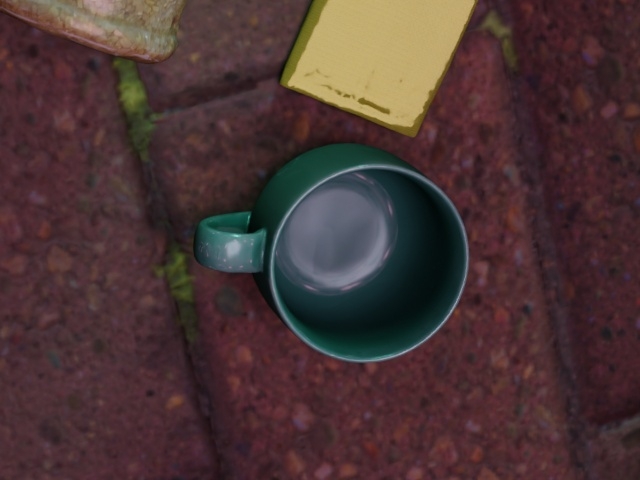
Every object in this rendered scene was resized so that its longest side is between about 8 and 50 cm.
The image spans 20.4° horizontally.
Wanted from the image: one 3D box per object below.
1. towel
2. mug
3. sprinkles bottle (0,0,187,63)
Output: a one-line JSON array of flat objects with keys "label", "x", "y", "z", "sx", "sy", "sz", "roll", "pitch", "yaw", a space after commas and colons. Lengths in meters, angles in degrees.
[{"label": "towel", "x": 0.063, "y": -0.191, "z": 1.139, "sx": 0.102, "sy": 0.021, "sz": 0.237, "roll": 21, "pitch": 99, "yaw": -15}, {"label": "mug", "x": 0.009, "y": -0.004, "z": 1.131, "sx": 0.158, "sy": 0.097, "sz": 0.129, "roll": 38, "pitch": 93, "yaw": -21}, {"label": "sprinkles bottle", "x": -0.085, "y": -0.285, "z": 1.015, "sx": 0.121, "sy": 0.121, "sz": 0.355, "roll": 17, "pitch": 100, "yaw": -20}]
